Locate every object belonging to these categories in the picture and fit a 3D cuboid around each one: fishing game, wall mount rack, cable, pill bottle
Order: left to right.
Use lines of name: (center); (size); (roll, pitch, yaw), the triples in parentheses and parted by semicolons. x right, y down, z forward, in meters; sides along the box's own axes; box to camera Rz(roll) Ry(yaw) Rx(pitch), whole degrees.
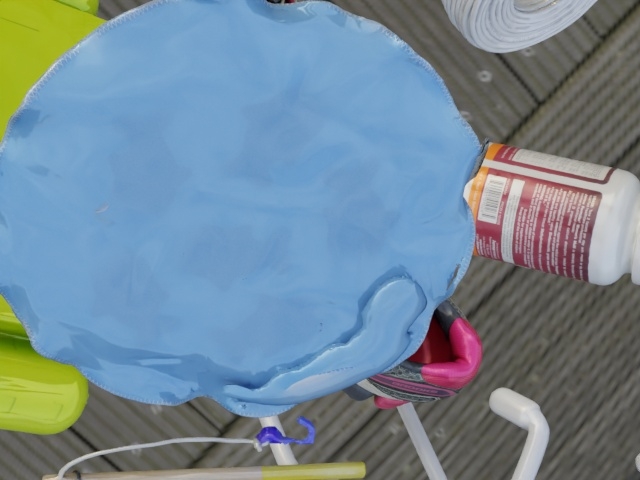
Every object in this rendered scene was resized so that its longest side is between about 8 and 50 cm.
fishing game: (-0.030, -0.013, 0.512); (0.189, 0.041, 0.264); (-5, 122, -8)
wall mount rack: (0.074, 0.145, 0.952); (0.350, 0.304, 0.130); (26, 80, -46)
cable: (0.283, -0.360, 1.802); (0.257, 0.089, 0.257); (-38, 152, 15)
pill bottle: (0.258, -0.023, 1.398); (0.221, 0.121, 0.121); (14, 99, 20)

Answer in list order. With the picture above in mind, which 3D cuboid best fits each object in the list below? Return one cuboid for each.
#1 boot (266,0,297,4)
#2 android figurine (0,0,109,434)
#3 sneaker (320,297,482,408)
boot: (-0.126, -0.292, 1.474); (0.178, 0.236, 0.085); (25, 88, 12)
android figurine: (-0.143, -0.033, 0.651); (0.273, 0.056, 0.248); (15, 65, -43)
sneaker: (0.000, 0.000, 0.975); (0.299, 0.112, 0.121); (42, 67, -16)
